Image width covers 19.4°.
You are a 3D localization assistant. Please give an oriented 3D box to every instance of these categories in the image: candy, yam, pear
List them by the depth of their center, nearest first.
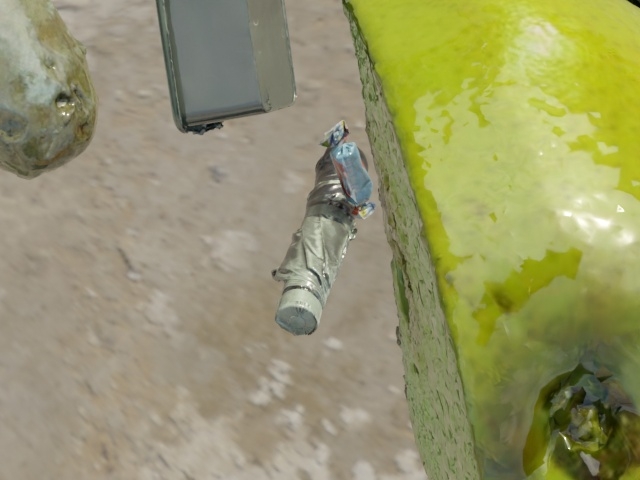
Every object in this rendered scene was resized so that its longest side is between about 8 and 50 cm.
[{"bbox_3d":[0.116,0.033,0.794,0.159,0.292,0.292,-11,100,-1],"label":"pear"},{"bbox_3d":[-0.271,-0.180,1.241,0.133,0.133,0.330,-41,96,-9],"label":"yam"},{"bbox_3d":[0.021,-0.050,1.382,0.030,0.020,0.083,-33,124,-21],"label":"candy"}]

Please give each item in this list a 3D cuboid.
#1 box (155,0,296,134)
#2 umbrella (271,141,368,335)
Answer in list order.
[{"bbox_3d":[-0.065,-0.138,1.322,0.069,0.084,0.122,-4,101,24],"label":"box"},{"bbox_3d":[0.000,0.000,1.404,0.046,0.050,0.188,39,41,-21],"label":"umbrella"}]
